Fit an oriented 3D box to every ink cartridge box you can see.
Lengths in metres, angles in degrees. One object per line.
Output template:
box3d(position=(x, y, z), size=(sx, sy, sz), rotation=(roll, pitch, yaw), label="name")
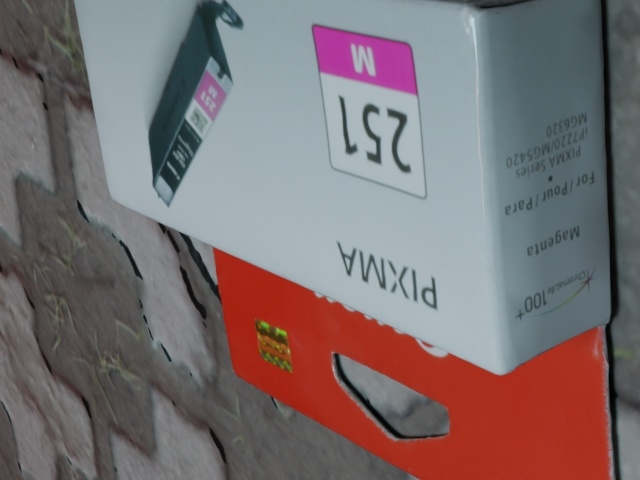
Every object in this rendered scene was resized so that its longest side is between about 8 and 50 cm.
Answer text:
box3d(position=(0.000, 0.000, 0.578), size=(0.275, 0.060, 0.239), rotation=(22, 125, 50), label="ink cartridge box")
